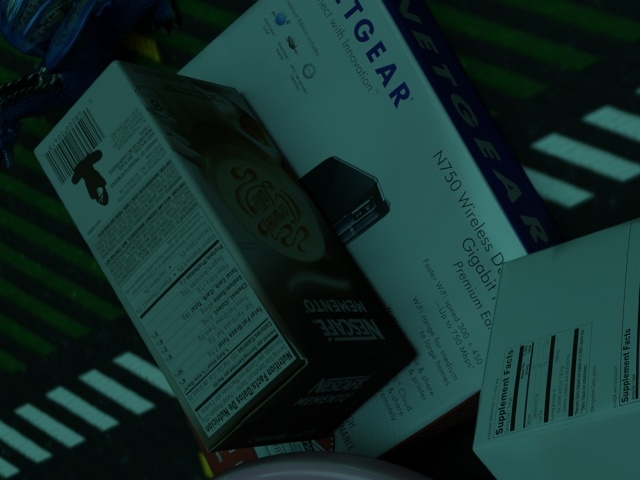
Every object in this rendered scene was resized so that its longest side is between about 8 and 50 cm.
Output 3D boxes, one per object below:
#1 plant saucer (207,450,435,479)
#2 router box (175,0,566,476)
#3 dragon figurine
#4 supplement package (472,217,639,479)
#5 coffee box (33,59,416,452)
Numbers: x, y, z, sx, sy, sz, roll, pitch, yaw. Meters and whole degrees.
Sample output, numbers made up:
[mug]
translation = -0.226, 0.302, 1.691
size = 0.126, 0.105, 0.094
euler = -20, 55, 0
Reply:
[plant saucer]
translation = 0.027, 0.288, 0.937
size = 0.332, 0.084, 0.332
euler = 6, 108, 19
[router box]
translation = 0.000, 0.000, 1.017
size = 0.301, 0.082, 0.335
euler = -38, 68, 26
[dragon figurine]
translation = -0.197, -0.176, 1.118
size = 0.085, 0.144, 0.289
euler = 37, 107, 29
[supplement package]
translation = 0.226, 0.094, 0.775
size = 0.203, 0.194, 0.149
euler = -20, 35, 31
[coffee box]
translation = -0.064, 0.009, 0.926
size = 0.098, 0.141, 0.246
euler = -43, 67, 23
